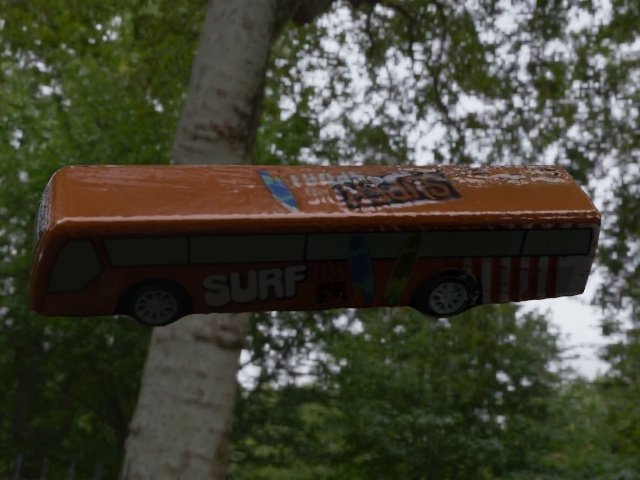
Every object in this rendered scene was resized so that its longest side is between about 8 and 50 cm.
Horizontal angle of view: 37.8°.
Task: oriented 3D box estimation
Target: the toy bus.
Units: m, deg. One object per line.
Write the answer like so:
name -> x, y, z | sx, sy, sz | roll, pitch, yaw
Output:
toy bus -> 0.000, 0.000, 0.681 | 0.408, 0.093, 0.092 | -1, -55, -13
